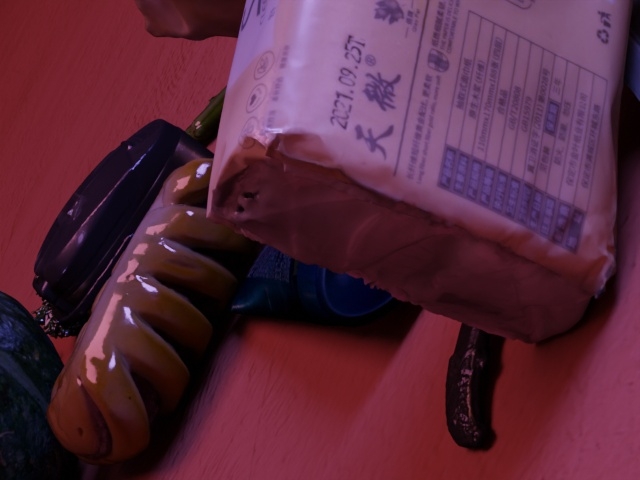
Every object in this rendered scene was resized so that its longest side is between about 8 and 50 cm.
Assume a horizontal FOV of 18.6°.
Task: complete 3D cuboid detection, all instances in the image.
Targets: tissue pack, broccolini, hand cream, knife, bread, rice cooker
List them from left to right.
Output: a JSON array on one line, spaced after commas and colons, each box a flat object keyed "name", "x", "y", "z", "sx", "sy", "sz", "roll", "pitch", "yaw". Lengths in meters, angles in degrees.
[{"name": "rice cooker", "x": -0.135, "y": -0.006, "z": 1.417, "sx": 0.165, "sy": 0.106, "sz": 0.112, "roll": -62, "pitch": 18, "yaw": 0}, {"name": "broccolini", "x": -0.145, "y": -0.020, "z": 1.562, "sx": 0.271, "sy": 0.062, "sz": 0.123, "roll": -50, "pitch": 29, "yaw": 16}, {"name": "bread", "x": -0.103, "y": 0.041, "z": 1.282, "sx": 0.225, "sy": 0.081, "sz": 0.134, "roll": -62, "pitch": 5, "yaw": -17}, {"name": "hand cream", "x": 0.000, "y": 0.000, "z": 1.140, "sx": 0.120, "sy": 0.061, "sz": 0.270, "roll": -58, "pitch": 13, "yaw": -5}, {"name": "tissue pack", "x": 0.053, "y": -0.083, "z": 0.873, "sx": 0.090, "sy": 0.186, "sz": 0.222, "roll": -33, "pitch": 42, "yaw": 56}, {"name": "knife", "x": 0.091, "y": 0.004, "z": 0.938, "sx": 0.045, "sy": 0.021, "sz": 0.222, "roll": -32, "pitch": 35, "yaw": 55}]

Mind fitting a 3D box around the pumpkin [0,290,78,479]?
[{"name": "pumpkin", "x": -0.302, "y": 0.115, "z": 1.391, "sx": 0.197, "sy": 0.293, "sz": 0.263, "roll": -47, "pitch": -33, "yaw": -43}]

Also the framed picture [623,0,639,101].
[{"name": "framed picture", "x": 0.238, "y": -0.165, "z": 0.835, "sx": 0.296, "sy": 0.019, "sz": 0.232, "roll": -52, "pitch": 19, "yaw": 16}]

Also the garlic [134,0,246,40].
[{"name": "garlic", "x": 0.037, "y": -0.266, "z": 1.180, "sx": 0.340, "sy": 0.246, "sz": 0.231, "roll": 113, "pitch": -177, "yaw": -45}]
